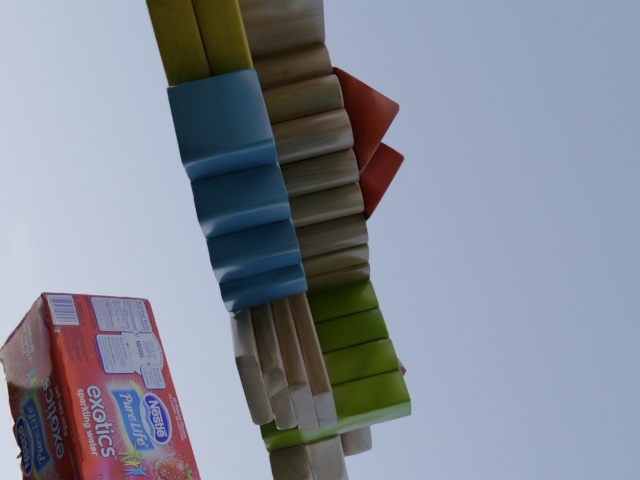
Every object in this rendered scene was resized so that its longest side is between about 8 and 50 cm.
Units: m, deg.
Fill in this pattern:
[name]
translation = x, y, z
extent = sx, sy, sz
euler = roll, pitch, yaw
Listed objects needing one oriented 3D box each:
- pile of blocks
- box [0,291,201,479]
[pile of blocks]
translation = 0.000, 0.000, 0.430
extent = 0.113, 0.149, 0.362
euler = -14, -61, -4
[box]
translation = -0.223, 0.190, 0.812
extent = 0.122, 0.128, 0.256
euler = -44, -125, 33
